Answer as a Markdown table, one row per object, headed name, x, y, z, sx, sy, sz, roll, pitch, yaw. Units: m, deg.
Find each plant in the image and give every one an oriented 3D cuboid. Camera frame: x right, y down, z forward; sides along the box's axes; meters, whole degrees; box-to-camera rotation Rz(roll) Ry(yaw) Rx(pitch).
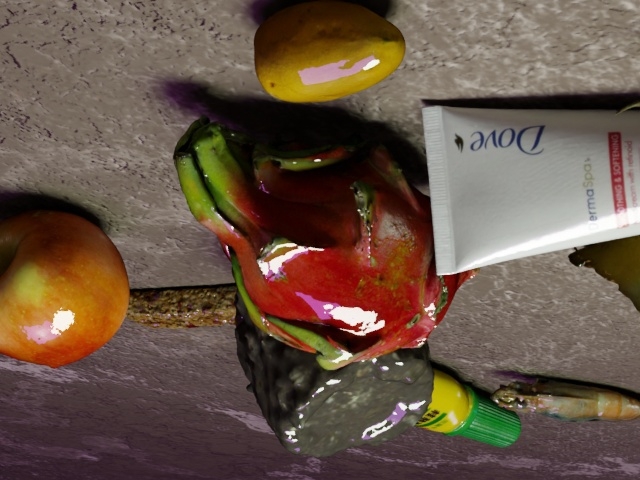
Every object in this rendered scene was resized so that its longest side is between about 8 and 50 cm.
| name | x | y | z | sx | sy | sz | roll | pitch | yaw |
| --- | --- | --- | --- | --- | --- | --- | --- | --- | --- |
| plant | 0.006 | 0.087 | 1.406 | 0.178 | 0.234 | 0.204 | -13 | 140 | -10 |

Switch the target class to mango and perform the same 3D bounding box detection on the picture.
| name | x | y | z | sx | sy | sz | roll | pitch | yaw |
| --- | --- | --- | --- | --- | --- | --- | --- | --- | --- |
| mango | 0.006 | -0.130 | 1.000 | 0.114 | 0.061 | 0.080 | -15 | 155 | 35 |

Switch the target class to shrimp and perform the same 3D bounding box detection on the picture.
| name | x | y | z | sx | sy | sz | roll | pitch | yaw |
| --- | --- | --- | --- | --- | --- | --- | --- | --- | --- |
| shrimp | 0.315 | 0.219 | 1.903 | 0.251 | 0.052 | 0.143 | 15 | 160 | -28 |

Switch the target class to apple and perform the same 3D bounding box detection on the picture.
| name | x | y | z | sx | sy | sz | roll | pitch | yaw |
| --- | --- | --- | --- | --- | --- | --- | --- | --- | --- |
| apple | -0.267 | 0.047 | 1.415 | 0.163 | 0.163 | 0.139 | -11 | 147 | 37 |

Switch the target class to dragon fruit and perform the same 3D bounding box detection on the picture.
| name | x | y | z | sx | sy | sz | roll | pitch | yaw |
| --- | --- | --- | --- | --- | --- | --- | --- | --- | --- |
| dragon fruit | 0.009 | -0.017 | 1.187 | 0.198 | 0.200 | 0.269 | -14 | 114 | 54 |

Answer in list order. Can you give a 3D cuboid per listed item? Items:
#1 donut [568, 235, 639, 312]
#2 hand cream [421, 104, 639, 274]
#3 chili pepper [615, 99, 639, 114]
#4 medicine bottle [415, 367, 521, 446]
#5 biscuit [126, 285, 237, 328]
| name | x | y | z | sx | sy | sz | roll | pitch | yaw |
| --- | --- | --- | --- | --- | --- | --- | --- | --- | --- |
| donut | 0.342 | 0.049 | 1.185 | 0.272 | 0.107 | 0.272 | 32 | -168 | -8 |
| hand cream | 0.204 | -0.053 | 1.108 | 0.247 | 0.133 | 0.083 | -7 | -178 | 9 |
| chili pepper | 0.296 | -0.090 | 1.004 | 0.192 | 0.086 | 0.084 | 0 | 178 | -13 |
| medicine bottle | 0.158 | 0.214 | 1.894 | 0.111 | 0.076 | 0.309 | -12 | 155 | 42 |
| biscuit | -0.129 | 0.076 | 1.637 | 0.199 | 0.034 | 0.064 | -4 | 159 | 24 |
